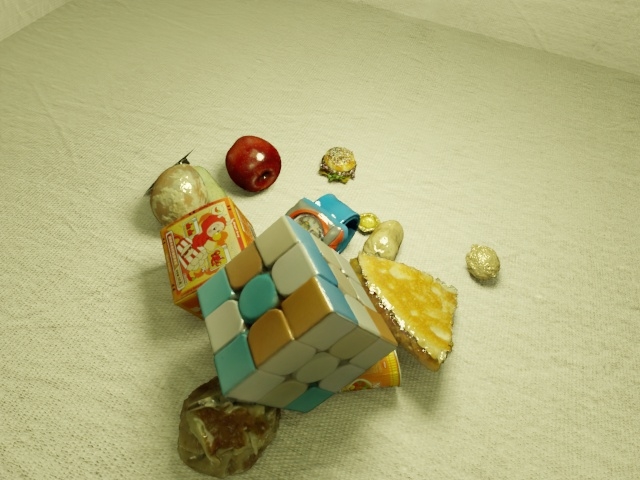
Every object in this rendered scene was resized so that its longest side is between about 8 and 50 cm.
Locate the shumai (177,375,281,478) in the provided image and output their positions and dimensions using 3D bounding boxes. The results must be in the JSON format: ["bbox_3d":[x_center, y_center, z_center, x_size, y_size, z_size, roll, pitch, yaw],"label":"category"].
[{"bbox_3d":[-0.232,0.430,1.096,0.267,0.262,0.314,30,53,14],"label":"shumai"}]

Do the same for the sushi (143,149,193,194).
[{"bbox_3d":[-0.572,-0.253,1.650,0.050,0.192,0.215,48,54,-16],"label":"sushi"}]

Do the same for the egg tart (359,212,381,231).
[{"bbox_3d":[0.185,-0.066,1.664,0.105,0.039,0.105,4,53,-5],"label":"egg tart"}]

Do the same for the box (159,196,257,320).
[{"bbox_3d":[-0.330,0.061,1.346,0.260,0.213,0.283,-26,57,1],"label":"box"}]

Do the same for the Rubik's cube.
[{"bbox_3d":[-0.066,0.207,1.131,0.347,0.347,0.344,-38,50,11],"label":"Rubik's cube"}]

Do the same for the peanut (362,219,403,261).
[{"bbox_3d":[0.232,0.013,1.556,0.129,0.129,0.224,23,52,10],"label":"peanut"}]

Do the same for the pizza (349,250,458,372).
[{"bbox_3d":[0.253,0.180,1.365,0.392,0.080,0.435,32,30,5],"label":"pizza"}]

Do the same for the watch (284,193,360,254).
[{"bbox_3d":[0.000,0.000,1.492,0.241,0.305,0.275,41,28,18],"label":"watch"}]

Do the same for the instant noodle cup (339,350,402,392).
[{"bbox_3d":[0.127,0.374,1.260,0.185,0.168,0.168,-12,55,-7],"label":"instant noodle cup"}]

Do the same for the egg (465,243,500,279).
[{"bbox_3d":[0.600,0.080,1.561,0.118,0.116,0.140,21,47,-28],"label":"egg"}]

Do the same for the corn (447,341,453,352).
[{"bbox_3d":[0.398,0.358,1.372,0.037,0.037,0.092,37,56,19],"label":"corn"}]

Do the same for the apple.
[{"bbox_3d":[-0.265,-0.303,1.674,0.218,0.218,0.201,-35,64,-29],"label":"apple"}]

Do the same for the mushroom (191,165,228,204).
[{"bbox_3d":[-0.430,-0.184,1.648,0.100,0.081,0.312,-26,59,-26],"label":"mushroom"}]

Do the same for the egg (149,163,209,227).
[{"bbox_3d":[-0.509,-0.155,1.521,0.204,0.245,0.203,12,11,-2],"label":"egg"}]

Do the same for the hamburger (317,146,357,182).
[{"bbox_3d":[0.080,-0.333,1.820,0.164,0.093,0.189,12,54,1],"label":"hamburger"}]
